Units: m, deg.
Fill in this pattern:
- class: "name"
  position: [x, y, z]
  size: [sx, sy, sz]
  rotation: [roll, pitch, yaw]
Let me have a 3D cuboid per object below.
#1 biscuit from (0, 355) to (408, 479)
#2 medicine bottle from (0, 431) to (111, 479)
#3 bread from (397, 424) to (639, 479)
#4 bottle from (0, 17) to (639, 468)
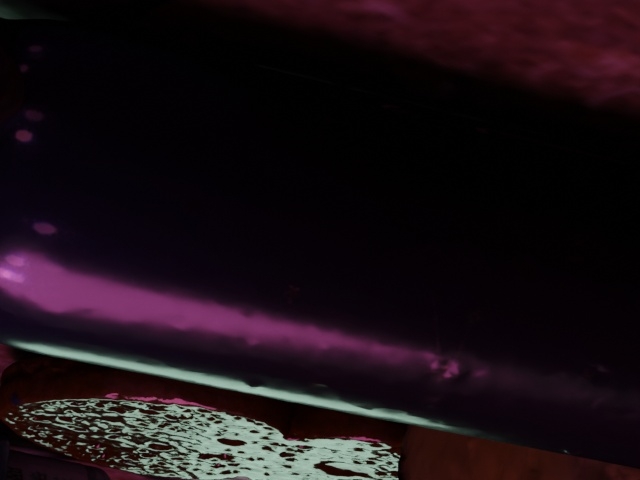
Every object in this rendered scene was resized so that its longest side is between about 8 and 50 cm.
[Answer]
- class: "biscuit"
  position: [-0.030, 0.067, 0.637]
  size: [0.175, 0.026, 0.124]
  rotation: [12, 160, -14]
- class: "medicine bottle"
  position: [-0.219, 0.104, 0.708]
  size: [0.258, 0.079, 0.124]
  rotation: [13, 147, -21]
- class: "bread"
  position: [0.168, 0.105, 0.566]
  size: [0.266, 0.141, 0.178]
  rotation: [13, -161, -23]
- class: "bottle"
  position: [0.000, 0.000, 0.386]
  size: [0.244, 0.072, 0.082]
  rotation: [12, 153, -16]
